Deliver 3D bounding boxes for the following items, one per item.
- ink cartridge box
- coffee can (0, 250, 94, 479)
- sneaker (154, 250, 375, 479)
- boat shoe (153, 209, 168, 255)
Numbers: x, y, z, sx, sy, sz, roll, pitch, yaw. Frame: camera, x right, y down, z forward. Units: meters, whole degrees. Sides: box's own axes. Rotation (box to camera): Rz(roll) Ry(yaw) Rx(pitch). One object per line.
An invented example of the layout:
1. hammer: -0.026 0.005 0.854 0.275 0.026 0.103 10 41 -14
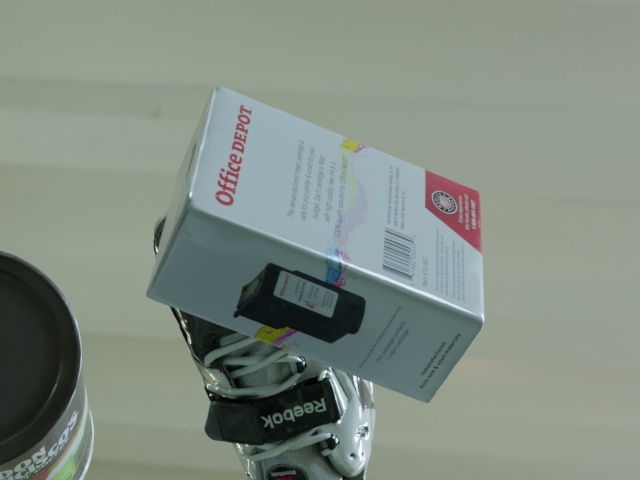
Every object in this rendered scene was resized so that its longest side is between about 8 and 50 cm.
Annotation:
1. ink cartridge box: 0.000 0.000 0.822 0.175 0.127 0.072 22 -54 -11
2. coffee can: -0.315 0.148 1.326 0.202 0.201 0.275 13 -23 -1
3. sneaker: -0.021 0.110 1.037 0.123 0.146 0.330 -14 -35 12
4. boat shoe: -0.035 -0.004 1.187 0.206 0.065 0.075 -9 -65 -2
